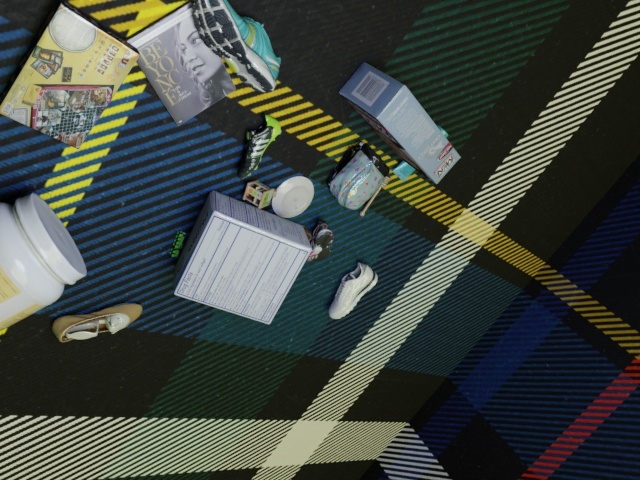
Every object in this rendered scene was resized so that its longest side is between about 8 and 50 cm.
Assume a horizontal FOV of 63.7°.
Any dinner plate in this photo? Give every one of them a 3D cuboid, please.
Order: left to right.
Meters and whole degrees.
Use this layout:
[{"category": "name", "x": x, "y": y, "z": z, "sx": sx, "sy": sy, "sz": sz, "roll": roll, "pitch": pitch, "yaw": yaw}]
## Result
[{"category": "dinner plate", "x": -0.077, "y": -0.125, "z": 1.524, "sx": 0.141, "sy": 0.017, "sz": 0.141, "roll": -21, "pitch": 136, "yaw": -22}]

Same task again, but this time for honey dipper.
[{"category": "honey dipper", "x": 0.176, "y": -0.145, "z": 1.690, "sx": 0.030, "sy": 0.030, "sz": 0.161, "roll": 12, "pitch": 119, "yaw": -42}]

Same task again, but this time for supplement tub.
[{"category": "supplement tub", "x": -0.690, "y": 0.069, "z": 1.053, "sx": 0.331, "sy": 0.241, "sz": 0.241, "roll": -30, "pitch": 137, "yaw": -13}]

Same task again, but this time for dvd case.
[{"category": "dvd case", "x": -0.301, "y": -0.383, "z": 1.134, "sx": 0.164, "sy": 0.018, "sz": 0.221, "roll": -35, "pitch": 137, "yaw": -8}]

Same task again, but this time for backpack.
[{"category": "backpack", "x": 0.112, "y": -0.185, "z": 1.542, "sx": 0.182, "sy": 0.115, "sz": 0.152, "roll": -45, "pitch": 141, "yaw": 7}]

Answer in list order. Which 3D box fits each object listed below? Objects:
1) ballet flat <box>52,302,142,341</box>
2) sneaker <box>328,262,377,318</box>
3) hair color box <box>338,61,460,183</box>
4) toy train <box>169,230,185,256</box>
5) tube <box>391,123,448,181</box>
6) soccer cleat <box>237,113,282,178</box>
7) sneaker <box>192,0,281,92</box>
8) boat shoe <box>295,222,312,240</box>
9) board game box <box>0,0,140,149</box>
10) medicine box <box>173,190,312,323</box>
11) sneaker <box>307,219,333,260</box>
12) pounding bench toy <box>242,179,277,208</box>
[{"category": "ballet flat", "x": -0.592, "y": 0.228, "z": 1.388, "sx": 0.232, "sy": 0.073, "sz": 0.080, "roll": -10, "pitch": 130, "yaw": -31}, {"category": "sneaker", "x": 0.099, "y": 0.182, "z": 1.877, "sx": 0.094, "sy": 0.090, "sz": 0.235, "roll": 37, "pitch": 95, "yaw": -35}, {"category": "hair color box", "x": 0.233, "y": -0.323, "z": 1.461, "sx": 0.114, "sy": 0.185, "sz": 0.374, "roll": -49, "pitch": 138, "yaw": 8}, {"category": "toy train", "x": -0.388, "y": 0.010, "z": 1.401, "sx": 0.023, "sy": 0.017, "sz": 0.083, "roll": 0, "pitch": 125, "yaw": -49}, {"category": "tube", "x": 0.324, "y": -0.282, "z": 1.674, "sx": 0.207, "sy": 0.052, "sz": 0.080, "roll": -47, "pitch": 134, "yaw": 13}, {"category": "soccer cleat", "x": -0.172, "y": -0.243, "z": 1.327, "sx": 0.072, "sy": 0.060, "sz": 0.179, "roll": 31, "pitch": 96, "yaw": -38}, {"category": "sneaker", "x": -0.177, "y": -0.445, "z": 1.129, "sx": 0.275, "sy": 0.106, "sz": 0.110, "roll": 45, "pitch": 60, "yaw": -55}, {"category": "boat shoe", "x": -0.104, "y": -0.011, "z": 1.557, "sx": 0.206, "sy": 0.073, "sz": 0.073, "roll": 6, "pitch": 118, "yaw": -42}, {"category": "board game box", "x": -0.494, "y": -0.318, "z": 1.012, "sx": 0.165, "sy": 0.042, "sz": 0.243, "roll": 27, "pitch": 109, "yaw": -45}, {"category": "medicine box", "x": -0.214, "y": 0.049, "z": 1.402, "sx": 0.289, "sy": 0.149, "sz": 0.264, "roll": 22, "pitch": 111, "yaw": -22}, {"category": "sneaker", "x": 0.000, "y": 0.000, "z": 1.650, "sx": 0.071, "sy": 0.077, "sz": 0.178, "roll": 3, "pitch": 146, "yaw": -20}, {"category": "pounding bench toy", "x": -0.166, "y": -0.133, "z": 1.420, "sx": 0.083, "sy": 0.065, "sz": 0.052, "roll": -33, "pitch": 150, "yaw": -60}]
